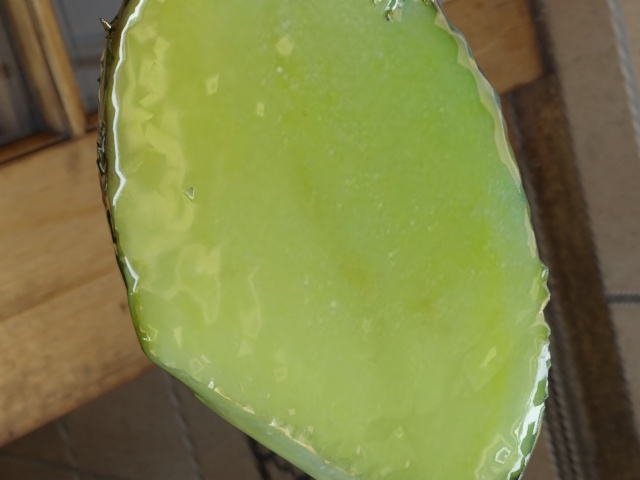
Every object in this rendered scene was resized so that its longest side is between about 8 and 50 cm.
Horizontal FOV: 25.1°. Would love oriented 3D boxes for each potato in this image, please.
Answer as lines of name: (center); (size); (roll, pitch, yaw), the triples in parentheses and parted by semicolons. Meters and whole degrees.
potato: (0.000, 0.000, 0.397); (0.054, 0.119, 0.198); (22, 153, 56)
